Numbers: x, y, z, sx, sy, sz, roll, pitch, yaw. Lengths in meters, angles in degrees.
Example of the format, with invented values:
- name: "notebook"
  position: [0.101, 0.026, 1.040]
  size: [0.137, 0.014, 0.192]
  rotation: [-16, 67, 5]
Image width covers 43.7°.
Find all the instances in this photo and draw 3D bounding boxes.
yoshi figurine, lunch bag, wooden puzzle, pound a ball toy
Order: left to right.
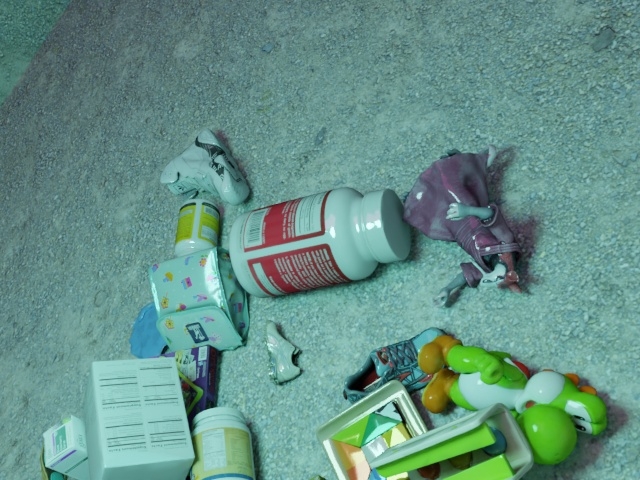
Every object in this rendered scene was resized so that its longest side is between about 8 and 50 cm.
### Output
- name: "lunch bag"
  position: [-0.311, 0.168, 2.089]
  size: [0.224, 0.160, 0.262]
  rotation: [-14, 78, 22]
- name: "wooden puzzle"
  position: [0.124, 0.439, 1.639]
  size: [0.221, 0.044, 0.238]
  rotation: [-34, 63, 9]
- name: "pound a ball toy"
  position: [0.244, 0.450, 1.473]
  size: [0.319, 0.136, 0.208]
  rotation: [-35, 79, 37]
- name: "yoshi figurine"
  position: [0.351, 0.315, 1.528]
  size: [0.362, 0.204, 0.202]
  rotation: [12, 83, 37]

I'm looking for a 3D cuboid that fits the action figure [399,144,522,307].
- name: "action figure"
  position: [0.350, -0.015, 1.802]
  size: [0.276, 0.248, 0.370]
  rotation: [-14, 52, -31]

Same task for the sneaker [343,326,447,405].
- name: "sneaker"
  position: [0.162, 0.274, 1.715]
  size: [0.262, 0.125, 0.104]
  rotation: [-40, 45, 4]

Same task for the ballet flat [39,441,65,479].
- name: "ballet flat"
  position: [-0.714, 0.619, 2.109]
  size: [0.073, 0.080, 0.232]
  rotation: [-43, 42, 23]

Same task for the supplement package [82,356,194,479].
- name: "supplement package"
  position: [-0.424, 0.435, 1.828]
  size: [0.199, 0.198, 0.262]
  rotation: [116, 145, -43]

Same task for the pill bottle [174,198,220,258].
- name: "pill bottle"
  position: [-0.352, -0.005, 2.272]
  size: [0.119, 0.119, 0.208]
  rotation: [-17, 50, 24]

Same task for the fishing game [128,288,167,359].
- name: "fishing game"
  position: [-0.463, 0.253, 2.223]
  size: [0.189, 0.041, 0.264]
  rotation: [-11, 59, 38]

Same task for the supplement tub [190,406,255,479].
- name: "supplement tub"
  position: [-0.224, 0.496, 1.809]
  size: [0.144, 0.144, 0.199]
  rotation: [-26, 48, 17]

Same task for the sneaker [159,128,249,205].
- name: "sneaker"
  position: [-0.350, -0.176, 2.386]
  size: [0.210, 0.137, 0.365]
  rotation: [-38, 41, 7]

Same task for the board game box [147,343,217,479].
- name: "board game box"
  position: [-0.361, 0.443, 1.988]
  size: [0.208, 0.056, 0.346]
  rotation: [-12, 59, 22]

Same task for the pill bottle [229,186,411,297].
- name: "pill bottle"
  position: [0.000, 0.000, 1.950]
  size: [0.408, 0.229, 0.229]
  rotation: [-12, 53, 27]

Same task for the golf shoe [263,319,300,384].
- name: "golf shoe"
  position: [-0.092, 0.268, 1.953]
  size: [0.086, 0.069, 0.176]
  rotation: [-14, 53, 1]

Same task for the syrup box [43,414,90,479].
- name: "syrup box"
  position: [-0.557, 0.526, 1.951]
  size: [0.096, 0.237, 0.093]
  rotation: [-34, 45, 10]

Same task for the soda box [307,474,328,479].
- name: "soda box"
  position: [0.009, 0.582, 1.646]
  size: [0.058, 0.061, 0.181]
  rotation: [-32, 46, 12]
